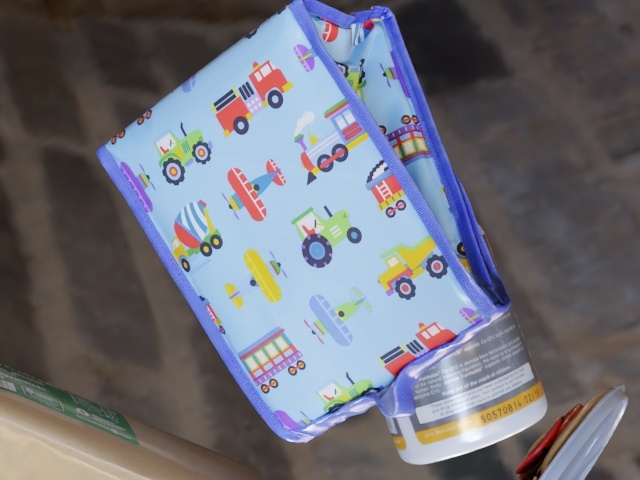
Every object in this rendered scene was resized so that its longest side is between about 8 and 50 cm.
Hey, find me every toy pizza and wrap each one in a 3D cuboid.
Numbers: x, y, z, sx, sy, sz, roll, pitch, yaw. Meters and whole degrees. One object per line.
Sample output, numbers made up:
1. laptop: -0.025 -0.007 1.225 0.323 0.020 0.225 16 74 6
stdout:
1. toy pizza: 0.125 0.168 1.235 0.032 0.201 0.201 35 167 14

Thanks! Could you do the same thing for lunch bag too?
1. lunch bag: 0.000 0.000 1.488 0.138 0.221 0.293 -3 -116 -56

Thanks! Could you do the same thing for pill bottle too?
1. pill bottle: 0.109 0.070 1.973 0.162 0.162 0.278 -178 68 -87

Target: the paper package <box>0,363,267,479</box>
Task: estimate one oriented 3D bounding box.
1. paper package: -0.218 0.273 1.486 0.325 0.309 0.168 25 -178 -22
